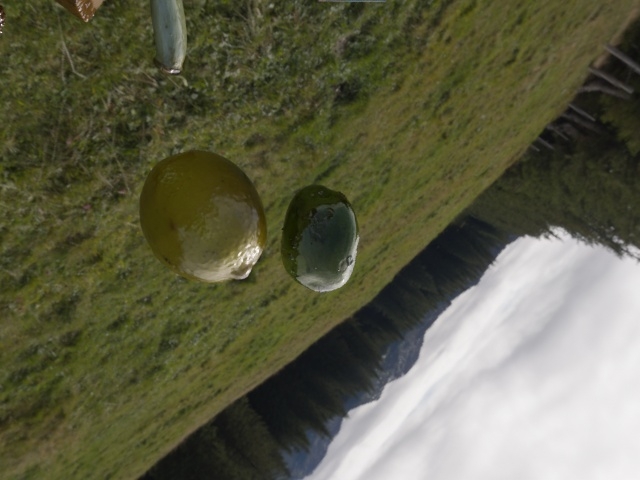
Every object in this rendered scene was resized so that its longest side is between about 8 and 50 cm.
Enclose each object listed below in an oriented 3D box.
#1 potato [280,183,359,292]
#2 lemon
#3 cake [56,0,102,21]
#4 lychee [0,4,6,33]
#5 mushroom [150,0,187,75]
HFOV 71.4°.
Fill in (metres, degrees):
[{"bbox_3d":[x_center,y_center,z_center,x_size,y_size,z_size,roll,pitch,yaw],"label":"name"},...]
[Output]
[{"bbox_3d":[0.000,0.000,1.007,0.186,0.149,0.253,-29,117,-32],"label":"potato"},{"bbox_3d":[-0.239,-0.046,0.924,0.261,0.283,0.260,-21,-173,3],"label":"lemon"},{"bbox_3d":[-0.614,-0.752,1.147,0.293,0.199,0.196,-52,-163,-5],"label":"cake"},{"bbox_3d":[-0.897,-0.527,1.056,0.271,0.271,0.271,-43,166,-13],"label":"lychee"},{"bbox_3d":[-0.387,-0.581,1.129,0.100,0.081,0.312,-82,179,-62],"label":"mushroom"}]
